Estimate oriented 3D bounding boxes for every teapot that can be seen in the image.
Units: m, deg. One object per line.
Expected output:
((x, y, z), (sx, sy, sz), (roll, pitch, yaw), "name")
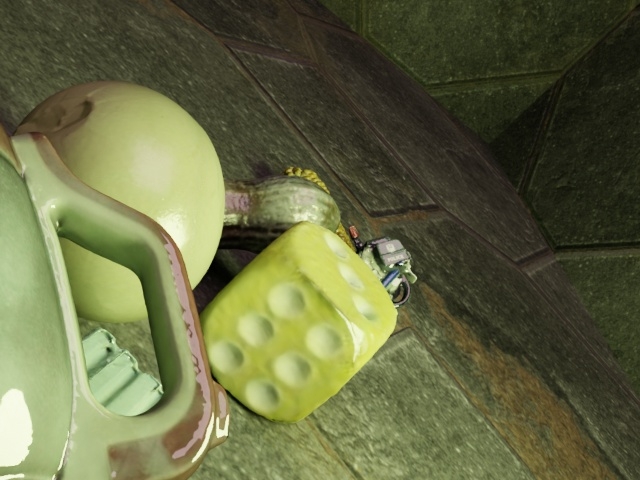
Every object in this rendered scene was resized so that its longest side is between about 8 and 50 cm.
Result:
((-0.227, 0.069, 0.587), (0.314, 0.233, 0.312), (-17, 67, -24), "teapot")

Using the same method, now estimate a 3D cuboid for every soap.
((-0.200, 0.157, 0.764), (0.114, 0.063, 0.198), (45, 20, 1), "soap")

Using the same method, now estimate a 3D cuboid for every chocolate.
((-0.093, -0.033, 1.174), (0.248, 0.110, 0.110), (-1, 40, -17), "chocolate")

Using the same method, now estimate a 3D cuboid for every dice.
((-0.027, 0.091, 1.075), (0.166, 0.169, 0.169), (45, 20, 0), "dice")

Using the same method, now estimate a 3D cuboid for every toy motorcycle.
((0.019, 0.045, 1.278), (0.221, 0.102, 0.150), (-14, 64, -24), "toy motorcycle")

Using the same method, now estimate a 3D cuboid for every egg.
((-0.201, -0.042, 0.917), (0.219, 0.219, 0.269), (26, 26, -42), "egg")

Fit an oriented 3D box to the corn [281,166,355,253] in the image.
((0.000, 0.000, 1.432), (0.086, 0.086, 0.288), (24, 32, -45), "corn")
